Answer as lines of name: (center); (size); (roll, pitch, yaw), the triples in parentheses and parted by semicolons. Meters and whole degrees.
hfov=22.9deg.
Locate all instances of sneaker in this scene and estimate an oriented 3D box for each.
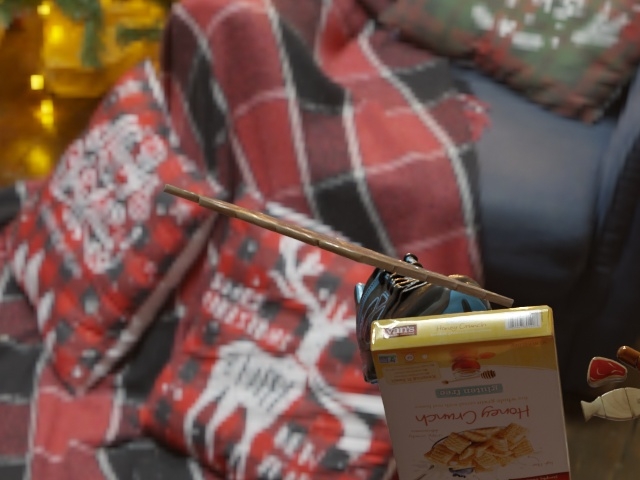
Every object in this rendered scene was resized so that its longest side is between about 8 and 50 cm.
sneaker: (0.102, 0.082, 1.911); (0.125, 0.341, 0.139); (-12, 79, -18)

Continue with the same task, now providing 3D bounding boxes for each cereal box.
cereal box: (0.151, 0.169, 1.539); (0.173, 0.240, 0.047); (-7, 40, 9)

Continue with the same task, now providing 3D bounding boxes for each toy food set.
toy food set: (0.282, 0.119, 1.353); (0.122, 0.019, 0.078); (-3, 62, 3)

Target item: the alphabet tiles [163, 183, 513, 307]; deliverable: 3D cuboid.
alphabet tiles: (0.000, 0.000, 1.190); (0.237, 0.009, 0.198); (19, 2, 39)
